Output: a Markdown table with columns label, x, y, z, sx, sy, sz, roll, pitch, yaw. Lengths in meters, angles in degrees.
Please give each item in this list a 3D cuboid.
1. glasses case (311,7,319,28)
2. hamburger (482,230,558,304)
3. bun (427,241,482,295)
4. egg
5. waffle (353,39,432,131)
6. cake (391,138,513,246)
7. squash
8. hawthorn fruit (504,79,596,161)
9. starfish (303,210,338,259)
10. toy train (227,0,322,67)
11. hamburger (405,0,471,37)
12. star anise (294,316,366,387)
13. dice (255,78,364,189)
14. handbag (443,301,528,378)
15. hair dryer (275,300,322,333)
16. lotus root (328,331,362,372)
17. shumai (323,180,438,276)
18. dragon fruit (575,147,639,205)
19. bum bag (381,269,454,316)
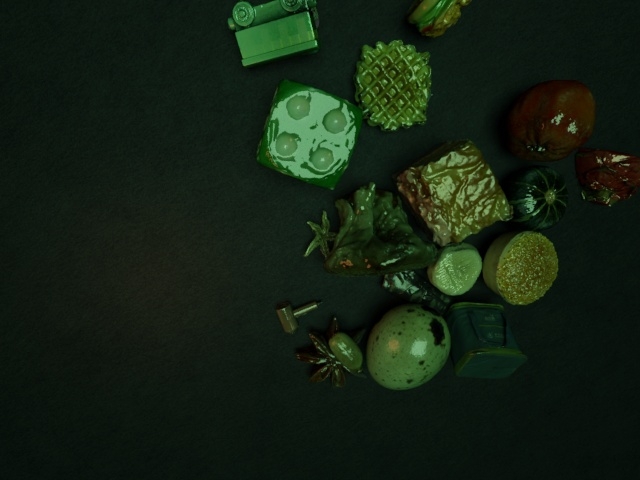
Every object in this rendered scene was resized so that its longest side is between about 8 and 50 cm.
| label | x | y | z | sx | sy | sz | roll | pitch | yaw |
| --- | --- | --- | --- | --- | --- | --- | --- | --- | --- |
| glasses case | -0.104 | -0.838 | 1.332 | 0.124 | 0.076 | 0.316 | -22 | 105 | 3 |
| hamburger | 0.769 | 0.100 | 1.540 | 0.302 | 0.170 | 0.301 | -9 | 109 | -26 |
| bun | 0.519 | 0.102 | 1.568 | 0.221 | 0.134 | 0.220 | -5 | 108 | -16 |
| egg | 0.325 | 0.409 | 1.528 | 0.288 | 0.287 | 0.379 | 17 | 119 | -9 |
| waffle | 0.257 | -0.549 | 1.437 | 0.298 | 0.073 | 0.316 | 0 | 95 | -12 |
| cake | 0.440 | -0.174 | 1.417 | 0.293 | 0.306 | 0.314 | -29 | 104 | 5 |
| squash | 0.809 | -0.160 | 1.526 | 0.253 | 0.165 | 0.251 | -1 | 92 | -14 |
| hawthorn fruit | 0.818 | -0.446 | 1.427 | 0.287 | 0.287 | 0.330 | 32 | 74 | -11 |
| starfish | 0.000 | 0.000 | 1.523 | 0.176 | 0.053 | 0.208 | -40 | 118 | -15 |
| toy train | -0.146 | -0.683 | 1.293 | 0.301 | 0.120 | 0.202 | -9 | 117 | 13 |
| hamburger | 0.400 | -0.783 | 1.332 | 0.149 | 0.237 | 0.237 | 35 | 96 | -14 |
| star anise | 0.064 | 0.457 | 1.610 | 0.316 | 0.108 | 0.314 | -1 | 99 | -8 |
| dice | -0.043 | -0.348 | 1.338 | 0.301 | 0.287 | 0.296 | 19 | 102 | -10 |
| handbag | 0.622 | 0.386 | 1.552 | 0.264 | 0.240 | 0.222 | 2 | 134 | -8 |
| hair dryer | -0.074 | 0.283 | 1.584 | 0.182 | 0.064 | 0.117 | -22 | 104 | -7 |
| lotus root | 0.105 | 0.425 | 1.515 | 0.090 | 0.077 | 0.182 | -35 | 99 | -1 |
| shumai | 0.195 | -0.035 | 1.422 | 0.398 | 0.324 | 0.322 | -8 | 79 | 16 |
| dragon fruit | 1.155 | -0.230 | 1.556 | 0.318 | 0.152 | 0.204 | 10 | 102 | -8 |
| bum bag | 0.382 | 0.205 | 1.597 | 0.341 | 0.095 | 0.144 | 37 | 93 | -14 |
